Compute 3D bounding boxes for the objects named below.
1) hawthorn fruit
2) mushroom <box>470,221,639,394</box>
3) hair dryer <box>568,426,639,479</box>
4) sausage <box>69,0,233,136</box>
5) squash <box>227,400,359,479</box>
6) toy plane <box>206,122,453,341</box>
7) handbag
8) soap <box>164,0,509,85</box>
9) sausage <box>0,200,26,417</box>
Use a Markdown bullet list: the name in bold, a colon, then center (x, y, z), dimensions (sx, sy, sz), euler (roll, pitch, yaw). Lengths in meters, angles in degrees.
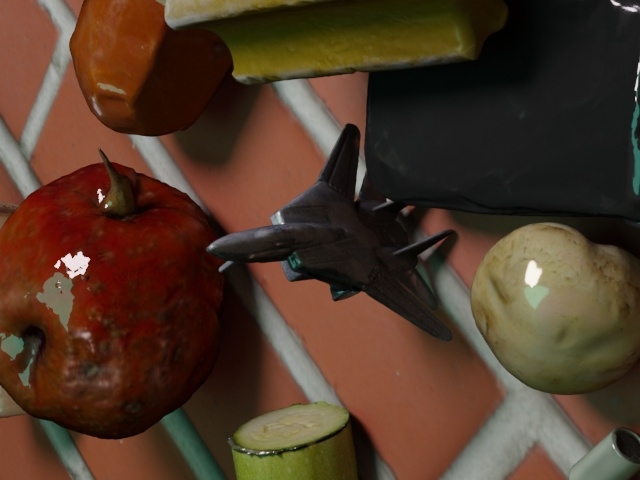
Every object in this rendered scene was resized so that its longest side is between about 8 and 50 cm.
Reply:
- **hawthorn fruit**: center (-0.210, 0.061, 1.495), dimensions (0.258, 0.258, 0.262), euler (39, 96, 37)
- **mushroom**: center (0.183, 0.051, 1.132), dimensions (0.148, 0.148, 0.112), euler (-45, 25, 44)
- **hair dryer**: center (0.249, 0.209, 1.156), dimensions (0.124, 0.038, 0.063), euler (53, 133, 19)
- **sausage**: center (-0.146, -0.213, 1.416), dimensions (0.141, 0.153, 0.268), euler (56, 133, 34)
- **squash**: center (-0.015, 0.256, 1.408), dimensions (0.123, 0.123, 0.187), euler (-1, 102, 49)
- **toy plane**: center (-0.008, 0.005, 1.223), dimensions (0.088, 0.267, 0.212), euler (-36, 72, 41)
- **handbag**: center (0.157, -0.112, 1.125), dimensions (0.332, 0.075, 0.192), euler (8, 92, 50)
- **soap**: center (0.033, -0.260, 1.164), dimensions (0.281, 0.143, 0.259), euler (-3, 63, 50)
- **sausage**: center (-0.370, 0.073, 1.765), dimensions (0.123, 0.123, 0.253), euler (-1, 99, 49)
